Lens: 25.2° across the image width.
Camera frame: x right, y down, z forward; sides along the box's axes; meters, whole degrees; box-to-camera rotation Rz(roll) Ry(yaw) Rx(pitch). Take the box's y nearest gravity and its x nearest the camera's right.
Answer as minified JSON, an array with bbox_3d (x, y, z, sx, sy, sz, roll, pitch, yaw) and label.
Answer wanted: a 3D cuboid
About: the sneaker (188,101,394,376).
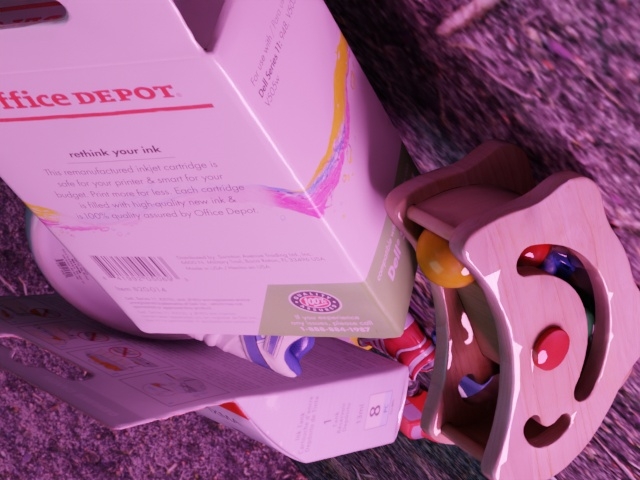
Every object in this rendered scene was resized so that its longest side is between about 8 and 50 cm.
[{"bbox_3d":[0.000,0.000,1.117,0.131,0.112,0.296,30,138,-9],"label":"sneaker"}]

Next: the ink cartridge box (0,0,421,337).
[{"bbox_3d":[-0.090,-0.081,0.852,0.207,0.119,0.353,-1,146,27],"label":"ink cartridge box"}]

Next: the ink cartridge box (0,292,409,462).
[{"bbox_3d":[-0.151,0.132,1.358,0.308,0.091,0.385,20,-164,38],"label":"ink cartridge box"}]

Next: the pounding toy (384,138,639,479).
[{"bbox_3d":[0.108,0.052,0.939,0.155,0.154,0.269,32,160,48],"label":"pounding toy"}]

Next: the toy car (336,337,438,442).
[{"bbox_3d":[0.046,0.149,1.655,0.239,0.053,0.225,48,167,-7],"label":"toy car"}]

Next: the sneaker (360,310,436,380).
[{"bbox_3d":[0.081,0.107,1.444,0.067,0.042,0.118,51,165,-4],"label":"sneaker"}]

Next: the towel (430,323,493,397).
[{"bbox_3d":[0.147,0.122,1.309,0.067,0.029,0.119,32,160,49],"label":"towel"}]

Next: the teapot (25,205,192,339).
[{"bbox_3d":[-0.136,-0.042,1.315,0.253,0.187,0.256,25,132,-11],"label":"teapot"}]
